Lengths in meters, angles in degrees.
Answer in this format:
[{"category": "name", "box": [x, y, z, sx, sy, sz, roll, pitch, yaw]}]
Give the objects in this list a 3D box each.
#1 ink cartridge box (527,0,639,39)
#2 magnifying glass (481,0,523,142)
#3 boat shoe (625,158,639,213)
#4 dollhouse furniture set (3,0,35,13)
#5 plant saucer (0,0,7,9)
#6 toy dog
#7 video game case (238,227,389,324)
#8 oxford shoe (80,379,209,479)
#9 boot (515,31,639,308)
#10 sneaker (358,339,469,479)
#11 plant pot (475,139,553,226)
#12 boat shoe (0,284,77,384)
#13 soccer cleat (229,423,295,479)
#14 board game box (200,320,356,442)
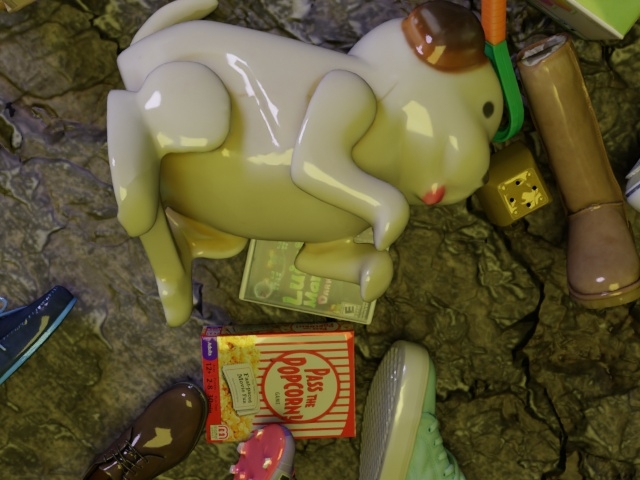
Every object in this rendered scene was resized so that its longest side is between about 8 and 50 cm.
[{"category": "ink cartridge box", "box": [0.266, -0.296, 0.920, 0.189, 0.255, 0.097, 33, 100, -9]}, {"category": "magnifying glass", "box": [0.195, -0.208, 1.009, 0.026, 0.092, 0.231, -30, 139, -15]}, {"category": "boat shoe", "box": [0.451, -0.163, 1.064, 0.094, 0.109, 0.302, 41, 82, 6]}, {"category": "dollhouse furniture set", "box": [-0.368, -0.399, 0.967, 0.212, 0.161, 0.242, -27, 75, 4]}, {"category": "plant saucer", "box": [-0.373, -0.310, 1.036, 0.083, 0.015, 0.083, -1, 103, -3]}, {"category": "toy dog", "box": [-0.002, -0.114, 0.985, 0.408, 0.395, 0.284, -9, 141, -4]}, {"category": "video game case", "box": [0.000, 0.000, 1.123, 0.173, 0.022, 0.190, 12, 103, -5]}, {"category": "oxford shoe", "box": [-0.224, 0.269, 1.124, 0.083, 0.096, 0.227, 43, 103, 9]}, {"category": "boot", "box": [0.288, -0.083, 1.019, 0.089, 0.236, 0.269, -17, 107, 18]}, {"category": "sneaker", "box": [0.132, 0.295, 1.154, 0.150, 0.135, 0.366, 1, 112, -11]}, {"category": "plant pot", "box": [0.235, -0.064, 1.087, 0.081, 0.083, 0.081, -28, 103, 5]}, {"category": "boat shoe", "box": [-0.414, 0.137, 1.096, 0.258, 0.109, 0.089, -41, 98, 5]}, {"category": "soccer cleat", "box": [-0.072, 0.326, 1.150, 0.095, 0.083, 0.248, 10, 123, -25]}, {"category": "board game box", "box": [-0.052, 0.181, 1.151, 0.193, 0.045, 0.146, -3, 104, -2]}]
